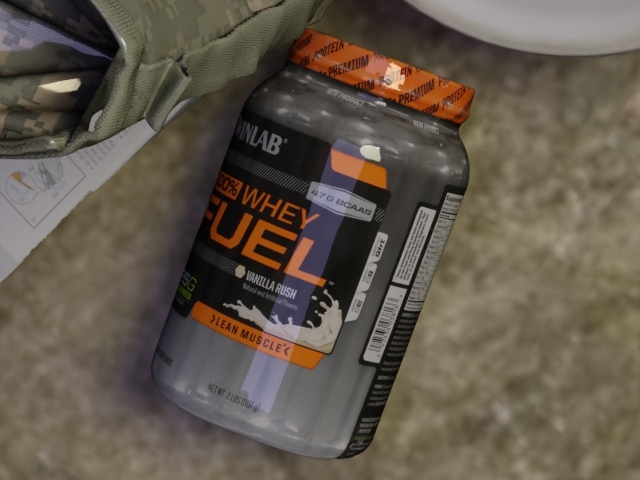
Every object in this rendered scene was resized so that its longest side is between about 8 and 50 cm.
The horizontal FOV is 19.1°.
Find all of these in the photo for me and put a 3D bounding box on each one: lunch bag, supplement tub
[{"bbox_3d":[-0.148,-0.139,0.811,0.287,0.235,0.169,32,116,9],"label":"lunch bag"},{"bbox_3d":[0.000,0.000,0.923,0.117,0.117,0.190,20,95,4],"label":"supplement tub"}]

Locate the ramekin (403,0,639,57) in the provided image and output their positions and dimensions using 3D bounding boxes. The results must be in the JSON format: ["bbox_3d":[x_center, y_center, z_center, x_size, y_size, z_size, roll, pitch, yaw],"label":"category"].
[{"bbox_3d":[0.110,-0.202,0.827,0.273,0.127,0.273,9,131,11],"label":"ramekin"}]

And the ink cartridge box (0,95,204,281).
[{"bbox_3d":[-0.147,-0.121,0.974,0.189,0.066,0.232,47,118,1],"label":"ink cartridge box"}]
